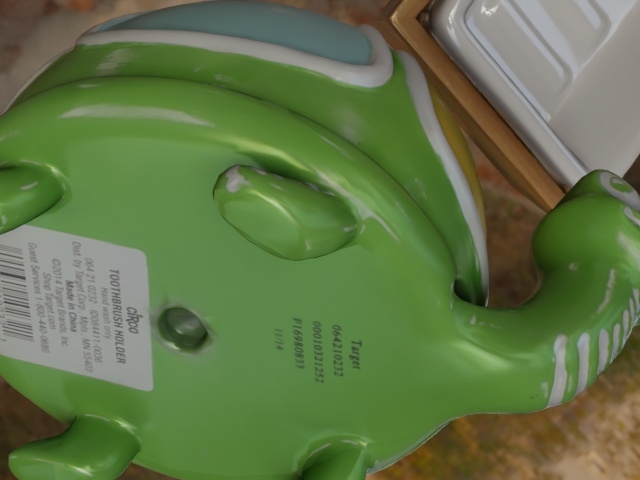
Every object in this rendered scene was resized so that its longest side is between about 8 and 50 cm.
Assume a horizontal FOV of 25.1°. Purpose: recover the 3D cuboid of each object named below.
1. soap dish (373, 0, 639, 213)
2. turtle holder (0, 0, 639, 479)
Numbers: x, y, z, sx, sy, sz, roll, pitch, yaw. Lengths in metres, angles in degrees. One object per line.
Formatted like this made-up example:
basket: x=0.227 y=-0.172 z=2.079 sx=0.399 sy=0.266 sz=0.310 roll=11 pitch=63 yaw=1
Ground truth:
soap dish: x=0.191 y=-0.190 z=1.103 sx=0.291 sy=0.229 sz=0.118 roll=-52 pitch=-154 yaw=-17
turtle holder: x=-0.013 y=-0.014 z=0.698 sx=0.320 sy=0.243 sz=0.227 roll=-15 pitch=-151 yaw=29
